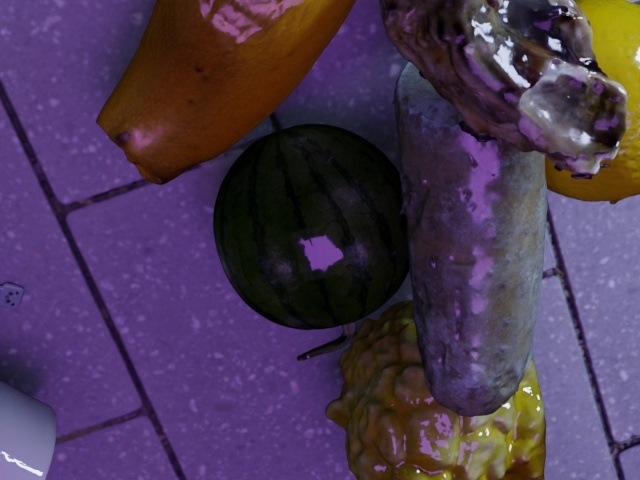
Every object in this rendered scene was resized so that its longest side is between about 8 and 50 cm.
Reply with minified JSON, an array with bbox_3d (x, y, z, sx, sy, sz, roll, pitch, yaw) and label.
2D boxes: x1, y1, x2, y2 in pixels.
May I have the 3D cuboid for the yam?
[{"bbox_3d":[0.130,-0.003,1.412,0.133,0.133,0.330,-4,110,-6],"label":"yam"}]

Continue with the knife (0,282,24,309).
[{"bbox_3d":[-0.333,0.045,1.566,0.096,0.010,0.027,16,115,-17],"label":"knife"}]

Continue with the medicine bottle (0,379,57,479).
[{"bbox_3d":[-0.435,0.178,1.512,0.325,0.212,0.212,31,111,-24],"label":"medicine bottle"}]

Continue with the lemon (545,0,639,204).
[{"bbox_3d":[0.250,-0.130,1.462,0.178,0.178,0.203,-13,110,-1],"label":"lemon"}]

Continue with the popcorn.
[{"bbox_3d":[0.131,0.180,1.611,0.251,0.206,0.237,22,97,-29],"label":"popcorn"}]

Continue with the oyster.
[{"bbox_3d":[0.150,-0.185,1.305,0.166,0.294,0.094,-38,168,-23],"label":"oyster"}]

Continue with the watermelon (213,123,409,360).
[{"bbox_3d":[0.000,0.000,1.485,0.188,0.188,0.215,-21,101,4],"label":"watermelon"}]

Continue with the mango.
[{"bbox_3d":[-0.065,-0.192,1.382,0.144,0.187,0.359,46,123,16],"label":"mango"}]
